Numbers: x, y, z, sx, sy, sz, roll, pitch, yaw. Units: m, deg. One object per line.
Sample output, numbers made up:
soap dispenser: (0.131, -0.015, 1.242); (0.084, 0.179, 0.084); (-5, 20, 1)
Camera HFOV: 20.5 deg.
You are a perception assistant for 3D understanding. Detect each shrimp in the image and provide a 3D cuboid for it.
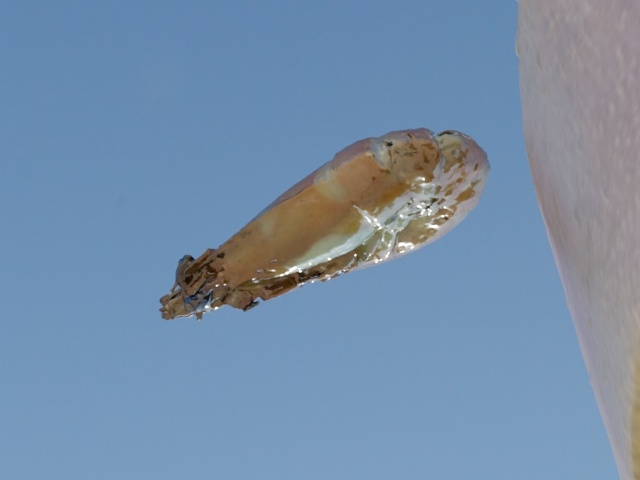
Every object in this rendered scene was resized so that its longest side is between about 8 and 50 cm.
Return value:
shrimp: (0.000, 0.000, 0.873); (0.184, 0.091, 0.043); (-24, -125, 9)

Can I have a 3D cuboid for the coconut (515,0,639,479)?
coconut: (0.201, -0.016, 0.412); (0.297, 0.309, 0.297); (-1, -60, -3)
